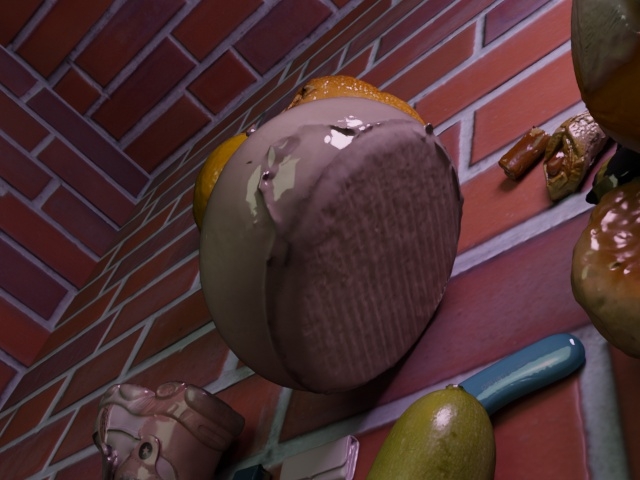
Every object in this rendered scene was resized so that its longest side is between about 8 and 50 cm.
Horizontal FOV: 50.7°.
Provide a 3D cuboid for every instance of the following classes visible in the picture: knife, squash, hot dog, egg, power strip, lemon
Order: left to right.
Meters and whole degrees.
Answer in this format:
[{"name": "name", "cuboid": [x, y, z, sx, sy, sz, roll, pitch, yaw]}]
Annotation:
[{"name": "power strip", "cuboid": [-0.107, 0.365, 0.914, 0.056, 0.032, 0.123, -30, 27, 35]}, {"name": "lemon", "cuboid": [-0.119, -0.083, 1.379, 0.297, 0.297, 0.297, -38, 23, 20]}, {"name": "squash", "cuboid": [0.105, 0.225, 0.654, 0.123, 0.123, 0.187, -19, 34, 50]}, {"name": "knife", "cuboid": [0.184, 0.168, 0.726, 0.222, 0.031, 0.064, -36, 35, 17]}, {"name": "hot dog", "cuboid": [0.342, -0.132, 0.907, 0.169, 0.061, 0.078, -52, 21, -12]}, {"name": "egg", "cuboid": [0.383, -0.199, 0.688, 0.337, 0.337, 0.201, -62, 3, -34]}]

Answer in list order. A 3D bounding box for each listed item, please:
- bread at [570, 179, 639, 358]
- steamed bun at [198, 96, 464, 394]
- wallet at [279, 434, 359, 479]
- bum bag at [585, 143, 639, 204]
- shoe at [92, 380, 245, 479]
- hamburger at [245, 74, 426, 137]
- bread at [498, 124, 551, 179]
[{"name": "bread", "cuboid": [0.340, 0.019, 0.562, 0.244, 0.134, 0.244, -36, 22, 17]}, {"name": "steamed bun", "cuboid": [0.000, 0.000, 0.871, 0.241, 0.374, 0.374, 20, 66, 42]}, {"name": "wallet", "cuboid": [-0.004, 0.292, 0.865, 0.122, 0.025, 0.061, -31, 34, 35]}, {"name": "bum bag", "cuboid": [0.388, -0.119, 0.801, 0.106, 0.060, 0.233, -8, 43, 49]}, {"name": "shoe", "cuboid": [-0.288, 0.347, 1.093, 0.351, 0.172, 0.198, -25, 33, 47]}, {"name": "hamburger", "cuboid": [0.034, -0.148, 1.199, 0.290, 0.314, 0.170, -53, -15, -31]}, {"name": "bread", "cuboid": [0.306, -0.130, 1.006, 0.083, 0.036, 0.047, -44, 30, 2]}]
